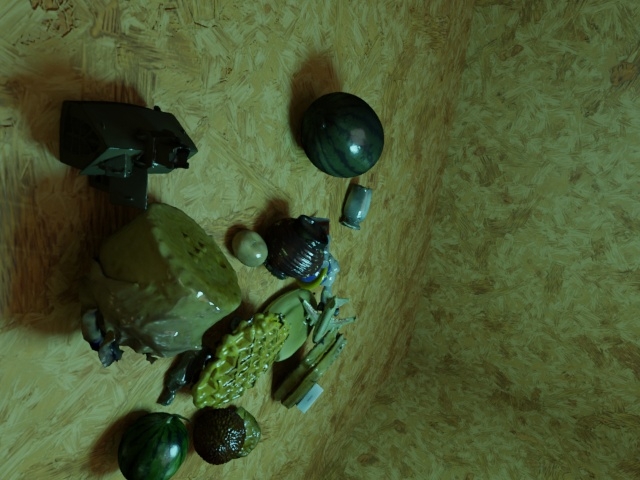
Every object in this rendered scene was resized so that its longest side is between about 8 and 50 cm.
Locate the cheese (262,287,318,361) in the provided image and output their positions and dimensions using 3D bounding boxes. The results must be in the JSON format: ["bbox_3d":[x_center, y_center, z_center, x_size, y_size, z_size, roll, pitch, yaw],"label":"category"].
[{"bbox_3d":[-0.116,0.322,1.716,0.316,0.128,0.260,-42,139,-45],"label":"cheese"}]

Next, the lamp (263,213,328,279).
[{"bbox_3d":[-0.093,0.031,1.481,0.247,0.247,0.247,-38,138,-45],"label":"lamp"}]

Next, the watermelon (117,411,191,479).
[{"bbox_3d":[-0.469,0.579,1.194,0.188,0.188,0.215,6,109,-61],"label":"watermelon"}]

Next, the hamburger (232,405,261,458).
[{"bbox_3d":[-0.320,0.751,1.629,0.183,0.130,0.206,-59,147,-25],"label":"hamburger"}]

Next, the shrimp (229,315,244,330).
[{"bbox_3d":[-0.281,0.330,1.507,0.065,0.056,0.165,-63,145,-46],"label":"shrimp"}]

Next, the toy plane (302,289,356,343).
[{"bbox_3d":[0.019,0.313,1.697,0.092,0.229,0.244,-86,-162,-62],"label":"toy plane"}]

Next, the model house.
[{"bbox_3d":[-0.364,-0.166,0.852,0.211,0.243,0.204,-17,122,-56],"label":"model house"}]

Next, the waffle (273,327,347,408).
[{"bbox_3d":[-0.045,0.558,1.853,0.261,0.114,0.376,-42,169,-49],"label":"waffle"}]

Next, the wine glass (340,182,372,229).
[{"bbox_3d":[0.166,-0.153,1.928,0.111,0.111,0.204,-1,111,-60],"label":"wine glass"}]

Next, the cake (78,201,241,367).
[{"bbox_3d":[-0.394,0.121,0.972,0.321,0.332,0.332,-37,149,5],"label":"cake"}]

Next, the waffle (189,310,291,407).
[{"bbox_3d":[-0.251,0.399,1.415,0.380,0.095,0.382,-55,157,0],"label":"waffle"}]

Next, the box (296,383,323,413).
[{"bbox_3d":[-0.053,0.712,1.913,0.130,0.051,0.129,-47,173,-16],"label":"box"}]

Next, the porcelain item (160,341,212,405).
[{"bbox_3d":[-0.427,0.412,1.302,0.216,0.069,0.081,-59,155,-11],"label":"porcelain item"}]

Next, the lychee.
[{"bbox_3d":[-0.347,0.681,1.463,0.194,0.194,0.194,-38,138,-45],"label":"lychee"}]

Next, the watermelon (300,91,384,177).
[{"bbox_3d":[0.074,-0.363,1.460,0.359,0.278,0.279,22,88,-58],"label":"watermelon"}]

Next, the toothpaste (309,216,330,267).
[{"bbox_3d":[0.000,0.000,1.644,0.057,0.089,0.234,108,-17,-48],"label":"toothpaste"}]

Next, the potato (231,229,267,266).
[{"bbox_3d":[-0.228,0.030,1.363,0.112,0.112,0.147,-61,143,-17],"label":"potato"}]

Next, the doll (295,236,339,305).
[{"bbox_3d":[0.007,0.083,1.730,0.242,0.159,0.311,29,54,-36],"label":"doll"}]
